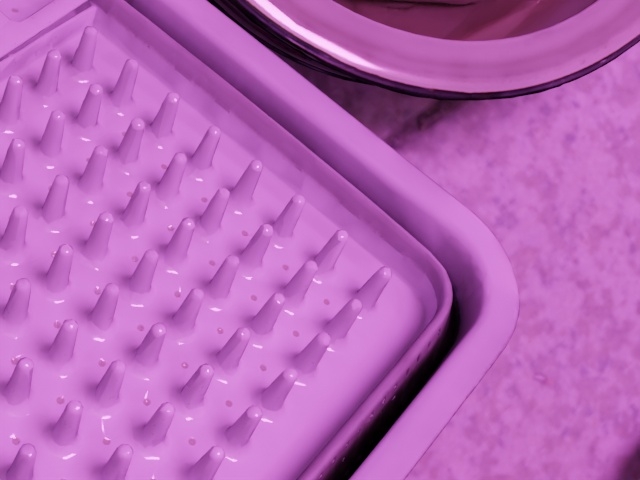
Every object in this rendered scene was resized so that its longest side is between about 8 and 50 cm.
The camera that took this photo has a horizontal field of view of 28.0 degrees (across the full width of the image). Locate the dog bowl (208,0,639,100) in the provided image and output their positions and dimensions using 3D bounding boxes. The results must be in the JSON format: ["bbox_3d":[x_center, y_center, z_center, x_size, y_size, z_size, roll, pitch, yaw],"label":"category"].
[{"bbox_3d":[0.055,-0.281,0.814,0.408,0.150,0.408,1,87,-17],"label":"dog bowl"}]

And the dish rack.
[{"bbox_3d":[-0.109,0.007,0.527,0.333,0.072,0.285,39,49,8],"label":"dish rack"}]
